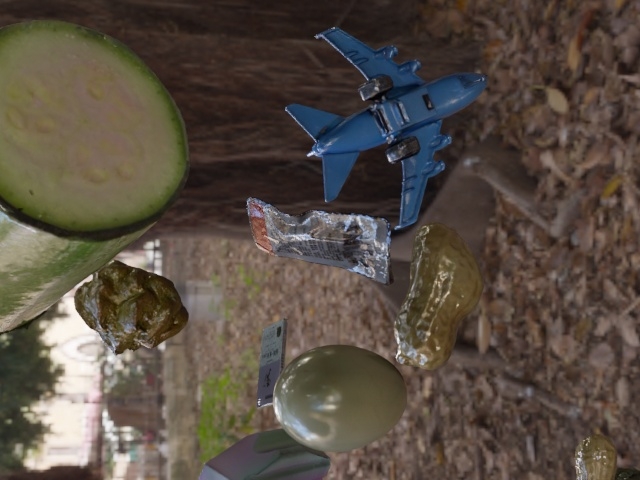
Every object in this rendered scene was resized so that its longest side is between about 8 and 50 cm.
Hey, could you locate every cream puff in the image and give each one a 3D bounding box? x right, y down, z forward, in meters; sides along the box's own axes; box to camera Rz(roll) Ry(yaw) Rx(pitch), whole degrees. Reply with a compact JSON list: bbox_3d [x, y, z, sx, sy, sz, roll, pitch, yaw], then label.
[{"bbox_3d":[-0.416,0.145,2.004,0.244,0.196,0.244,43,165,15],"label":"cream puff"}]

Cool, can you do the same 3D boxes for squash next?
[{"bbox_3d":[-0.354,-0.055,1.070,0.384,0.263,0.263,-31,55,49],"label":"squash"}]

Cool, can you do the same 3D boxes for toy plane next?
[{"bbox_3d":[0.098,-0.153,1.105,0.254,0.271,0.105,66,164,-4],"label":"toy plane"}]

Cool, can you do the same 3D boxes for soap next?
[{"bbox_3d":[-0.116,0.504,1.929,0.109,0.323,0.193,29,104,33],"label":"soap"}]

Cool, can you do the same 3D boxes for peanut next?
[{"bbox_3d":[0.233,0.108,1.776,0.159,0.143,0.291,5,76,39],"label":"peanut"},{"bbox_3d":[0.323,0.281,1.074,0.054,0.053,0.113,-124,35,-70],"label":"peanut"}]

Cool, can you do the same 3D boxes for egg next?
[{"bbox_3d":[0.036,0.275,1.595,0.186,0.241,0.186,176,90,-76],"label":"egg"}]

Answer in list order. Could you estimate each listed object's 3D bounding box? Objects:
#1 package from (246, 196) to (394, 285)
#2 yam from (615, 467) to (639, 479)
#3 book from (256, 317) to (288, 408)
[{"bbox_3d":[0.000,0.000,1.452,0.154,0.239,0.030,82,-157,-50],"label":"package"},{"bbox_3d":[0.599,0.598,1.850,0.268,0.161,0.161,-58,-10,-38],"label":"yam"},{"bbox_3d":[-0.104,0.265,1.952,0.127,0.014,0.182,-31,51,60],"label":"book"}]
